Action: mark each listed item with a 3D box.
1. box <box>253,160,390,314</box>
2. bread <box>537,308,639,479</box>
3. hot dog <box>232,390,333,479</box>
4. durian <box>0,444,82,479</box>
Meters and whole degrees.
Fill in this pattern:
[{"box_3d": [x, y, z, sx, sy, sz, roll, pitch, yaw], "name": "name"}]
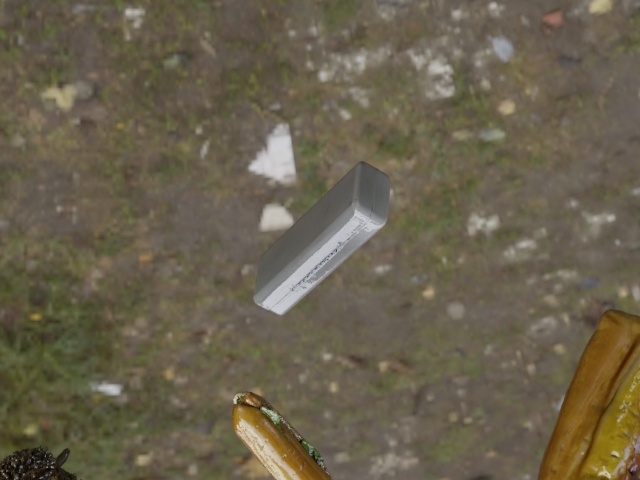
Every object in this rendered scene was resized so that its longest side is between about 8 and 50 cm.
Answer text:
[{"box_3d": [0.000, 0.000, 1.775, 0.055, 0.103, 0.243, 29, 132, -21], "name": "box"}, {"box_3d": [0.300, 0.268, 1.441, 0.109, 0.380, 0.185, 11, 151, 25], "name": "bread"}, {"box_3d": [-0.052, 0.332, 2.102, 0.068, 0.100, 0.249, -32, 111, 16], "name": "hot dog"}, {"box_3d": [-0.433, 0.407, 2.060, 0.196, 0.196, 0.167, 27, 155, -35], "name": "durian"}]
